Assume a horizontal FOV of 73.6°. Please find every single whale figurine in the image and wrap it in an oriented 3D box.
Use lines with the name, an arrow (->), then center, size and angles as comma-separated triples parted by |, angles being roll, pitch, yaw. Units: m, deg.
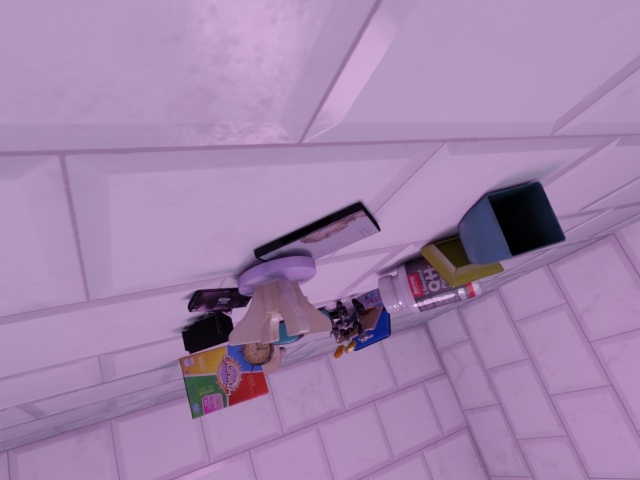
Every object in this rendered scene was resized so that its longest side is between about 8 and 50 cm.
whale figurine -> -0.261, 0.516, 1.998 | 0.216, 0.141, 0.272 | -5, 132, -37

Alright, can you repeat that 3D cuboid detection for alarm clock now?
alarm clock -> -0.243, 0.443, 1.783 | 0.192, 0.129, 0.064 | -41, 162, -3

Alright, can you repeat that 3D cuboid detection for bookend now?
bookend -> -0.355, 0.279, 1.292 | 0.157, 0.072, 0.156 | -19, 160, -1

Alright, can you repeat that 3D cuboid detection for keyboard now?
keyboard -> -0.264, 0.152, 1.116 | 0.192, 0.038, 0.100 | 6, 125, -49

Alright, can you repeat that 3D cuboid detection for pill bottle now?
pill bottle -> 0.367, 0.144, 1.456 | 0.318, 0.176, 0.176 | -20, 162, 16

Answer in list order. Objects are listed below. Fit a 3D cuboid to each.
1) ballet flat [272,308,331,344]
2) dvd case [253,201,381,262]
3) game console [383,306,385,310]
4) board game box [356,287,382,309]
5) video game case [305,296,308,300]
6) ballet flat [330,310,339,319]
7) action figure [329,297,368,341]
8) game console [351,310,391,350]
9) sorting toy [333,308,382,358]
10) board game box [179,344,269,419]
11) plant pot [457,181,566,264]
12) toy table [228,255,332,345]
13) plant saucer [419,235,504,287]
ballet flat -> -0.090, 0.356, 1.741 | 0.280, 0.095, 0.096 | -17, 173, -9
dvd case -> 0.000, 0.000, 0.952 | 0.252, 0.022, 0.180 | -24, 161, 13
game console -> 0.450, 0.267, 2.026 | 0.213, 0.044, 0.361 | 21, 140, -41
board game box -> 0.259, 0.241, 1.811 | 0.194, 0.060, 0.194 | -21, 161, 8
video game case -> -0.130, 0.242, 1.493 | 0.143, 0.019, 0.157 | -10, 159, -25
ballet flat -> 0.030, 0.327, 1.865 | 0.173, 0.049, 0.057 | -10, -160, -21
action figure -> 0.110, 0.360, 1.784 | 0.163, 0.141, 0.276 | -6, 142, -6
game console -> 0.327, 0.478, 2.374 | 0.173, 0.250, 0.293 | 26, 137, -28
sorting toy -> 0.162, 0.391, 1.938 | 0.229, 0.041, 0.307 | -33, -167, 39
board game box -> -0.402, 0.570, 1.788 | 0.316, 0.242, 0.064 | -11, 159, -25
plant pot -> 0.490, -0.024, 1.165 | 0.165, 0.166, 0.234 | -15, 167, -14
toy table -> -0.099, 0.153, 1.016 | 0.252, 0.161, 0.274 | -6, 164, -16
plant saucer -> 0.434, 0.046, 1.317 | 0.188, 0.188, 0.045 | -15, 129, -13
